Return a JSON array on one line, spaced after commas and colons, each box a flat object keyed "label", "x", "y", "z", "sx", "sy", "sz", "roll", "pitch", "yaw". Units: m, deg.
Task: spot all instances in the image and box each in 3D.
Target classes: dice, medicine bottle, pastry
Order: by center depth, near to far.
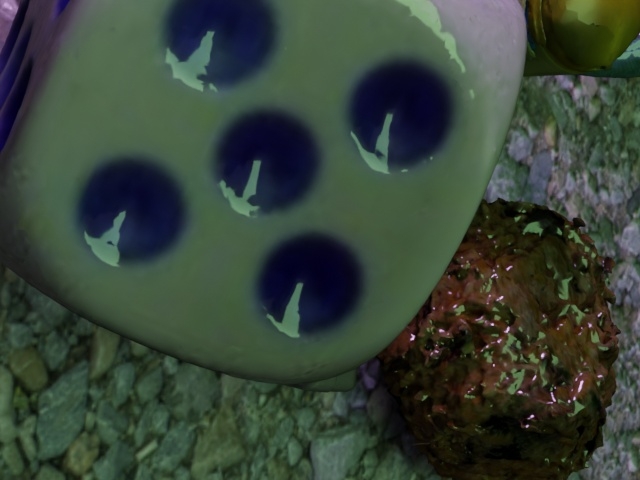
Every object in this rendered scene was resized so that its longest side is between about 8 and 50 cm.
[{"label": "dice", "x": -0.056, "y": -0.103, "z": 1.213, "sx": 0.304, "sy": 0.277, "sz": 0.304, "roll": 22, "pitch": 109, "yaw": -20}, {"label": "medicine bottle", "x": 0.157, "y": -0.194, "z": 1.453, "sx": 0.124, "sy": 0.239, "sz": 0.124, "roll": -3, "pitch": 94, "yaw": -38}, {"label": "pastry", "x": 0.177, "y": 0.097, "z": 1.535, "sx": 0.275, "sy": 0.193, "sz": 0.274, "roll": -4, "pitch": 97, "yaw": -36}]

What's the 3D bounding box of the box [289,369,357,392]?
[{"label": "box", "x": 0.000, "y": 0.000, "z": 1.440, "sx": 0.055, "sy": 0.103, "sz": 0.243, "roll": 6, "pitch": 92, "yaw": -34}]

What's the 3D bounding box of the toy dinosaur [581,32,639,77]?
[{"label": "toy dinosaur", "x": 0.327, "y": -0.282, "z": 1.678, "sx": 0.331, "sy": 0.129, "sz": 0.383, "roll": 18, "pitch": 83, "yaw": -29}]
